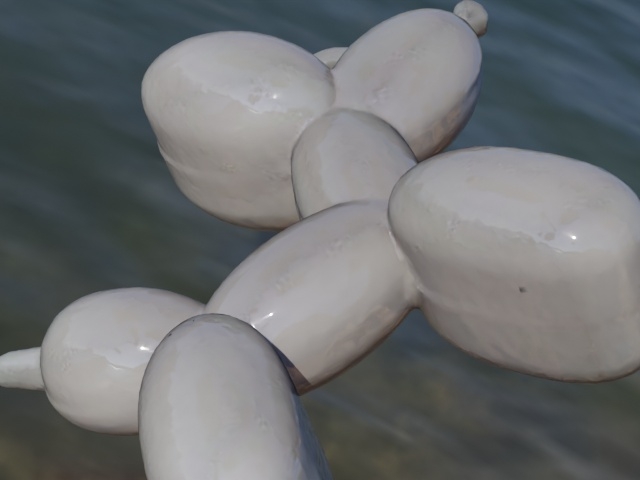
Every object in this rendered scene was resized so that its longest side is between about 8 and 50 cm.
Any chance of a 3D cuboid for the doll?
[{"bbox_3d":[0.000,0.000,0.462,0.161,0.059,0.160,-36,41,-15],"label":"doll"}]
